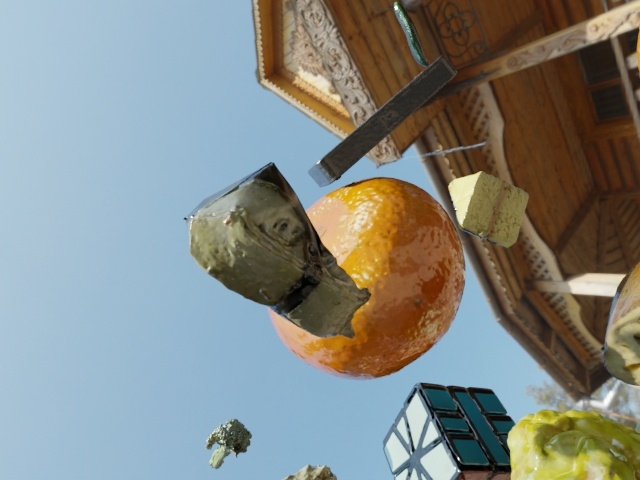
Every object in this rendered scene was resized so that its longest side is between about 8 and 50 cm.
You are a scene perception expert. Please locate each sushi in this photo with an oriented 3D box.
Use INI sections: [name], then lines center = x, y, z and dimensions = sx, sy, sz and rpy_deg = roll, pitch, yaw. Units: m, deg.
[sushi]
center = -0.038, 0.048, 0.544
dimensions = 0.134, 0.109, 0.272
rpy_deg = -36, -75, 6

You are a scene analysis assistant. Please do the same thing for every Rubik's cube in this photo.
[Rubik's cube]
center = 0.379, 0.600, 1.247
dimensions = 0.284, 0.288, 0.293
rpy_deg = 14, -63, -20

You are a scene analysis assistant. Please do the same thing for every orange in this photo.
[orange]
center = 0.095, 0.077, 0.925
dimensions = 0.326, 0.424, 0.423
rpy_deg = 44, -115, -27

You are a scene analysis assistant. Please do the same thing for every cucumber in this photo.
[cucumber]
center = 0.232, -0.526, 1.144
dimensions = 0.033, 0.036, 0.184
rpy_deg = -23, -89, 1

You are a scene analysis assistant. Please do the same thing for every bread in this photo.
[bread]
center = 0.625, -0.104, 1.746
dimensions = 0.264, 0.198, 0.235
rpy_deg = 20, -104, -19

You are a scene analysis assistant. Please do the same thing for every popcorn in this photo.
[popcorn]
center = 0.423, 0.380, 0.676
dimensions = 0.234, 0.250, 0.241
rpy_deg = 61, -151, -42

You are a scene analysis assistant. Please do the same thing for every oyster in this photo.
[oyster]
center = -0.047, 0.536, 0.915
dimensions = 0.209, 0.132, 0.071
rpy_deg = -15, -40, -25

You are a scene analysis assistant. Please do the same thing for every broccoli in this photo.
[broccoli]
center = -0.290, 0.626, 1.355
dimensions = 0.118, 0.204, 0.122
rpy_deg = 35, -151, 5

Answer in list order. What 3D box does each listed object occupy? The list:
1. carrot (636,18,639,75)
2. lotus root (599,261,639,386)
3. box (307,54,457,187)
[carrot]
center = 0.230, -0.205, 0.267
dimensions = 0.061, 0.061, 0.256
rpy_deg = -16, -73, -35
[lotus root]
center = 0.622, 0.156, 0.720
dimensions = 0.250, 0.316, 0.316
rpy_deg = -48, -64, -41
[box]
center = 0.123, -0.249, 0.978
dimensions = 0.350, 0.211, 0.058
rpy_deg = -42, -83, -2
